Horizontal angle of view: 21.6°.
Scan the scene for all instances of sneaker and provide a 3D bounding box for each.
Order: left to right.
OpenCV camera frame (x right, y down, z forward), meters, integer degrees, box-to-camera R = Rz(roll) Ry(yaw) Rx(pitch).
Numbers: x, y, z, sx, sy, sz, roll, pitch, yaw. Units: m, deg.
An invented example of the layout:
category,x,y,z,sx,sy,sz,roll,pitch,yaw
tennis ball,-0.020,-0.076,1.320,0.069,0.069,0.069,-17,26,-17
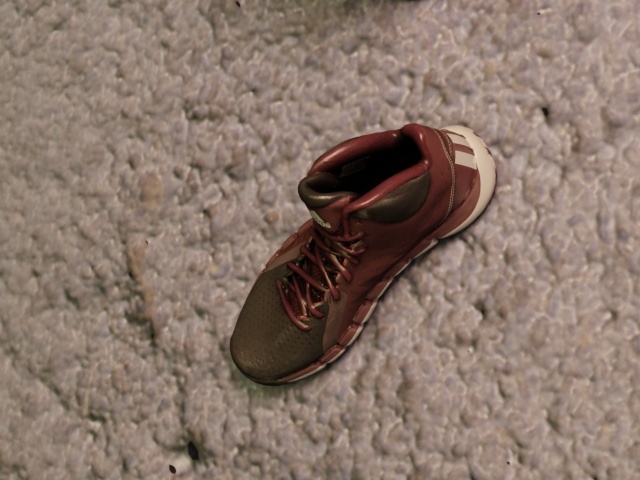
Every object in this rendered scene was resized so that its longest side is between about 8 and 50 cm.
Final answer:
category,x,y,z,sx,sy,sz,roll,pitch,yaw
sneaker,0.000,0.000,1.333,0.281,0.162,0.106,-46,64,14
